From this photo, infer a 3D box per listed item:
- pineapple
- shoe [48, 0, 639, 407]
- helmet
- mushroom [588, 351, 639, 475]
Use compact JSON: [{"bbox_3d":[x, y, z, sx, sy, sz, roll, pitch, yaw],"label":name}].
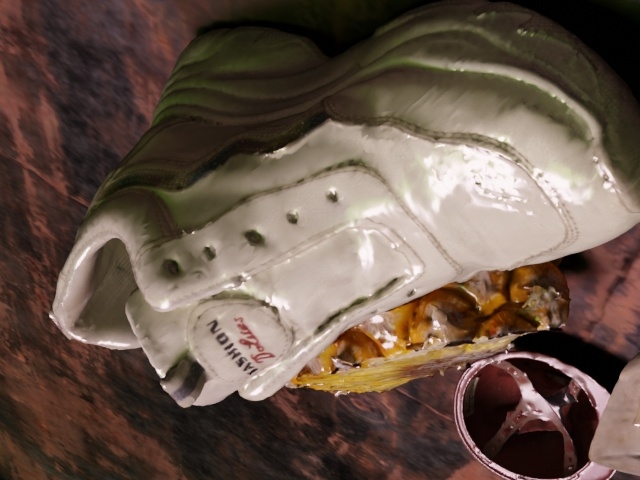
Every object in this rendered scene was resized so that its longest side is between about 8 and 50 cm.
[{"bbox_3d":[0.029,0.043,0.862,0.135,0.079,0.233,-3,168,-28],"label":"pineapple"},{"bbox_3d":[0.000,0.000,0.712,0.342,0.210,0.132,5,143,48],"label":"shoe"},{"bbox_3d":[0.144,0.106,0.914,0.111,0.057,0.089,12,106,28],"label":"helmet"},{"bbox_3d":[0.238,0.097,0.739,0.247,0.096,0.108,1,116,47],"label":"mushroom"}]
